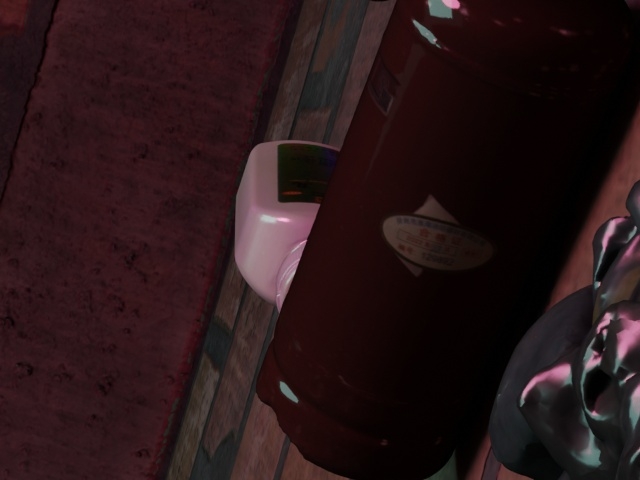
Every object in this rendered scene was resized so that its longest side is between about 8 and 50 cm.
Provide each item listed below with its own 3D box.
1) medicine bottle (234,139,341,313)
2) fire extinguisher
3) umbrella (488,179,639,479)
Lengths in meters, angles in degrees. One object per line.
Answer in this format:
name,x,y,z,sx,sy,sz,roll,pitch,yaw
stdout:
medicine bottle,0.000,0.000,1.308,0.219,0.115,0.078,-96,24,-69
fire extinguisher,0.061,-0.041,0.912,0.114,0.135,0.337,48,129,38
umbrella,0.102,0.110,0.457,0.349,0.094,0.143,-85,9,-48
